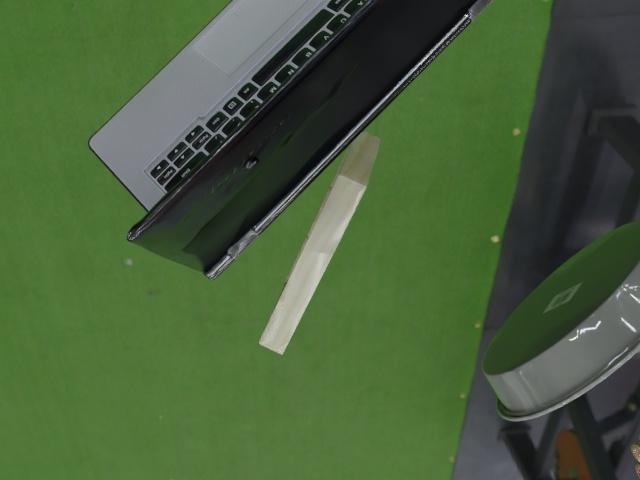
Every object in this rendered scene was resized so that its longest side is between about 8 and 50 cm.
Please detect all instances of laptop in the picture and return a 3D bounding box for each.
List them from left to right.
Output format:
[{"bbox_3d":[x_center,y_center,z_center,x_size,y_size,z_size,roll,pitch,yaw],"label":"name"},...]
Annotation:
[{"bbox_3d":[-0.038,-0.182,0.645,0.382,0.408,0.236,-45,141,-4],"label":"laptop"}]

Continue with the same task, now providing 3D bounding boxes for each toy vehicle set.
[{"bbox_3d":[0.000,0.000,1.034,0.035,0.166,0.267,25,119,-2],"label":"toy vehicle set"}]

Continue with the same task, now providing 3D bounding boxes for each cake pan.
[{"bbox_3d":[0.294,0.082,0.909,0.054,0.293,0.293,46,118,0],"label":"cake pan"}]

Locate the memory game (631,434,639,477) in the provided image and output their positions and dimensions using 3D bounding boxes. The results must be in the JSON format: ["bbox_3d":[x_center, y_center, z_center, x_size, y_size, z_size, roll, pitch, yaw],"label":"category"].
[{"bbox_3d":[0.493,0.335,1.072,0.012,0.186,0.186,-30,135,-19],"label":"memory game"}]
